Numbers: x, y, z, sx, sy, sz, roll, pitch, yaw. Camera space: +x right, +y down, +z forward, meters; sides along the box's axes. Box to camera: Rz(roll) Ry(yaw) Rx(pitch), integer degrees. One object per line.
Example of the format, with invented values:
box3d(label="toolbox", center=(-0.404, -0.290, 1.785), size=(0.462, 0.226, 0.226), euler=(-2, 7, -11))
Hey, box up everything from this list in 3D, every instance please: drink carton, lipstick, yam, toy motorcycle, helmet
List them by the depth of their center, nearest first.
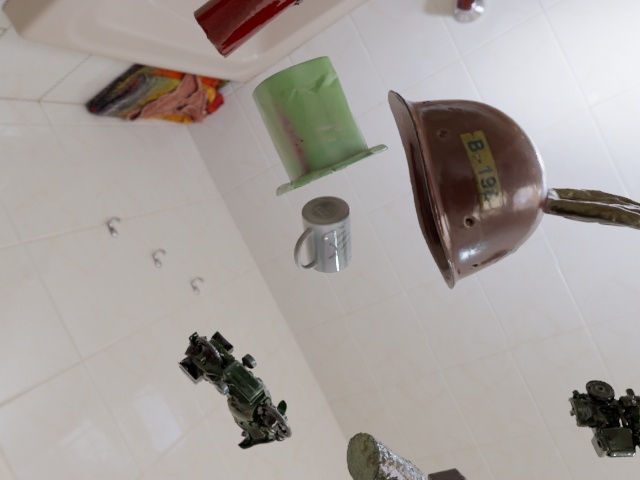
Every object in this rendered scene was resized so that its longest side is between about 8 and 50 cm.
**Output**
box3d(label="lipstick", center=(-0.038, -0.354, 0.645), size=(0.280, 0.073, 0.073), euler=(-35, -179, 7))
box3d(label="drink carton", center=(-0.010, -0.153, 0.647), size=(0.144, 0.142, 0.146), euler=(-25, -175, -16))
box3d(label="helmet", center=(0.285, -0.119, 0.905), size=(0.230, 0.384, 0.337), euler=(-15, 171, 8))
box3d(label="toy motorcycle", center=(-0.163, 0.298, 0.966), size=(0.125, 0.275, 0.187), euler=(-38, 161, -33))
box3d(label="toy motorcycle", center=(0.799, 0.502, 1.302), size=(0.206, 0.127, 0.275), euler=(-5, -145, 9))
box3d(label="yam", center=(0.194, 0.689, 1.445), size=(0.154, 0.254, 0.154), euler=(-39, -158, 19))

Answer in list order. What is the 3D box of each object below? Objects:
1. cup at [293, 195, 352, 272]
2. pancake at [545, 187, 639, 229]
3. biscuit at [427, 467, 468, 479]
box3d(label="cup", center=(0.011, 0.000, 0.985), size=(0.099, 0.133, 0.136), euler=(6, -138, 13))
box3d(label="pancake", center=(0.588, -0.065, 1.010), size=(0.295, 0.049, 0.294), euler=(4, -164, -1))
box3d(label="biscuit", center=(0.430, 0.766, 1.361), size=(0.108, 0.073, 0.388), euler=(-5, -175, -14))
